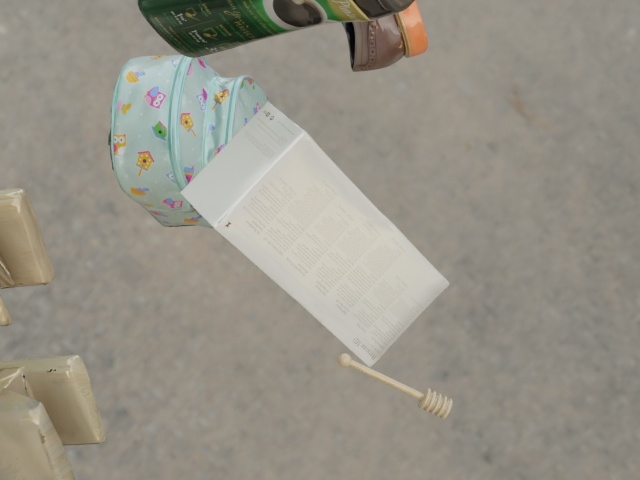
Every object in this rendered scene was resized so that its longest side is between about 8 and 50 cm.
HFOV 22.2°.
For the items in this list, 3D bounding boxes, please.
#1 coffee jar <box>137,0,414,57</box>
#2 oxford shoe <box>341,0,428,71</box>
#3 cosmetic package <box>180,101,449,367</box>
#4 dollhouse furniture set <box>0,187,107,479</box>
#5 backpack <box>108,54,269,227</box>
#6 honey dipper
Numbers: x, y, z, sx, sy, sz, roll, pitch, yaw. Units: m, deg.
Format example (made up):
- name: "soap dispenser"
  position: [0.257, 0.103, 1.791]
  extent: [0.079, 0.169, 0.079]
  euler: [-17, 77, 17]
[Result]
- name: "coffee jar"
  position: [-0.028, -0.185, 1.112]
  extent: [0.096, 0.184, 0.079]
  euler: [44, 44, -55]
- name: "oxford shoe"
  position: [0.026, -0.319, 1.812]
  extent: [0.098, 0.097, 0.271]
  euler: [-24, 92, -6]
- name: "cosmetic package"
  position: [0.000, 0.000, 1.273]
  extent: [0.060, 0.099, 0.239]
  euler: [41, -3, 44]
- name: "dollhouse furniture set"
  position: [-0.317, 0.218, 1.035]
  extent: [0.362, 0.256, 0.394]
  euler: [-60, 140, -59]
- name: "backpack"
  position: [-0.133, -0.104, 1.653]
  extent: [0.188, 0.144, 0.165]
  euler: [33, 60, -62]
- name: "honey dipper"
  position: [0.094, 0.186, 2.111]
  extent: [0.161, 0.030, 0.030]
  euler: [25, 40, -9]
